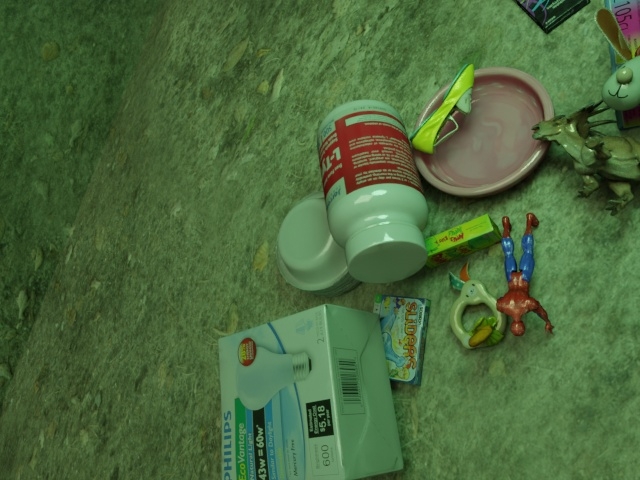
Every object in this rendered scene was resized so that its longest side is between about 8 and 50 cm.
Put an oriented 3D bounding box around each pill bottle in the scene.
[{"bbox_3d":[0.121,-0.116,1.171,0.229,0.229,0.407,-26,51,25],"label":"pill bottle"}]

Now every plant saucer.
[{"bbox_3d":[0.389,-0.251,1.206,0.332,0.084,0.332,-13,66,31],"label":"plant saucer"}]

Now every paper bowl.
[{"bbox_3d":[0.000,0.000,1.345,0.284,0.148,0.284,-13,67,32],"label":"paper bowl"}]

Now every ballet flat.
[{"bbox_3d":[0.309,-0.305,1.191,0.077,0.077,0.231,40,102,15],"label":"ballet flat"}]

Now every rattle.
[{"bbox_3d":[0.316,0.134,1.092,0.130,0.143,0.199,-27,65,45],"label":"rattle"}]

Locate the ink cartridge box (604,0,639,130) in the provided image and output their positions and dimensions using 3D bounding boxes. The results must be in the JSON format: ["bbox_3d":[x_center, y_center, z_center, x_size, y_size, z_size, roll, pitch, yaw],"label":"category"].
[{"bbox_3d":[0.779,-0.399,0.955,0.396,0.151,0.269,-6,71,31],"label":"ink cartridge box"}]

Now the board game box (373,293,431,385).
[{"bbox_3d":[0.185,0.235,1.204,0.136,0.035,0.201,0,75,34],"label":"board game box"}]

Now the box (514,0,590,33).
[{"bbox_3d":[0.567,-0.604,1.242,0.116,0.029,0.162,-36,58,19],"label":"box"}]

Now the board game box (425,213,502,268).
[{"bbox_3d":[0.318,0.006,1.159,0.181,0.092,0.043,-25,63,25],"label":"board game box"}]

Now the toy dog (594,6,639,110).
[{"bbox_3d":[0.610,-0.411,0.878,0.220,0.161,0.333,3,76,36],"label":"toy dog"}]

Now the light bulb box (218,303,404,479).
[{"bbox_3d":[-0.039,0.370,1.167,0.361,0.225,0.357,-24,62,34],"label":"light bulb box"}]

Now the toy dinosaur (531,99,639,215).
[{"bbox_3d":[0.580,-0.170,0.988,0.296,0.127,0.200,27,49,3],"label":"toy dinosaur"}]

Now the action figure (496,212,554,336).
[{"bbox_3d":[0.433,0.092,1.065,0.092,0.139,0.280,-10,46,35],"label":"action figure"}]
